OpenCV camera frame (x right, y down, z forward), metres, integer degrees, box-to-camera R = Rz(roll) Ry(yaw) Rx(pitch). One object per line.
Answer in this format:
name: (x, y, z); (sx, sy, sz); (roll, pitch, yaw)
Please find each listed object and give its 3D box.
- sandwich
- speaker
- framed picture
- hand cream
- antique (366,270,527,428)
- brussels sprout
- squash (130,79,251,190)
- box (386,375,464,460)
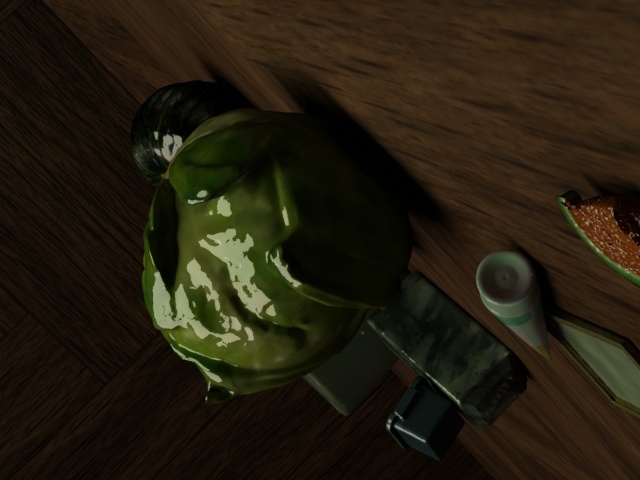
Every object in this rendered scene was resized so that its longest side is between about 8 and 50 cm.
sandwich: (0.174, 0.000, 0.792); (0.069, 0.026, 0.101); (51, 171, -17)
speaker: (-0.011, 0.067, 1.951); (0.183, 0.184, 0.406); (47, 175, -22)
framed picture: (0.245, 0.110, 1.191); (0.136, 0.010, 0.201); (47, 174, -15)
hand cream: (0.162, 0.053, 1.204); (0.076, 0.047, 0.174); (54, -179, 20)
antique: (0.152, 0.131, 1.692); (0.183, 0.086, 0.088); (41, 174, 36)
brussels sprout: (-0.051, 0.005, 1.362); (0.227, 0.259, 0.294); (7, -149, -39)
squash: (-0.139, -0.108, 1.784); (0.193, 0.156, 0.193); (43, 154, 28)
box: (0.124, 0.208, 1.672); (0.054, 0.074, 0.099); (27, 167, 26)
